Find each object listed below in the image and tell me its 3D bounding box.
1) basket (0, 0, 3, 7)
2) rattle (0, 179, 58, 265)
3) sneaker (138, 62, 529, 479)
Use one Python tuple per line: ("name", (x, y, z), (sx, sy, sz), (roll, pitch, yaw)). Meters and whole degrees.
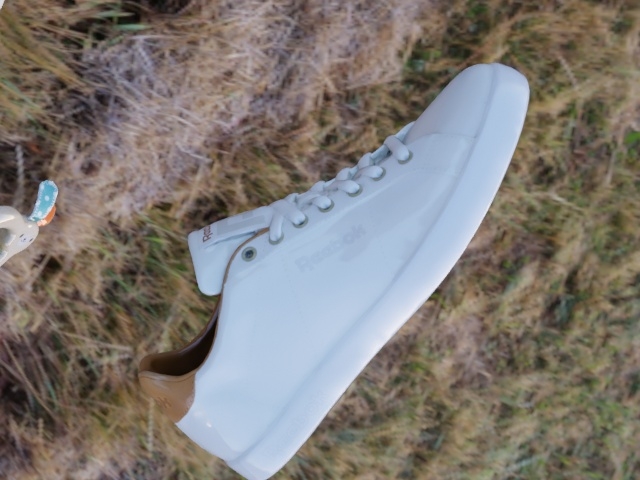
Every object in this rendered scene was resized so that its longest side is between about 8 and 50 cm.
("basket", (-0.470, -0.240, 0.981), (0.289, 0.255, 0.201), (-19, 139, -58))
("rattle", (-0.389, 0.018, 1.378), (0.200, 0.143, 0.130), (-25, 139, -46))
("sneaker", (0.000, 0.000, 0.605), (0.123, 0.106, 0.290), (36, 96, -10))
